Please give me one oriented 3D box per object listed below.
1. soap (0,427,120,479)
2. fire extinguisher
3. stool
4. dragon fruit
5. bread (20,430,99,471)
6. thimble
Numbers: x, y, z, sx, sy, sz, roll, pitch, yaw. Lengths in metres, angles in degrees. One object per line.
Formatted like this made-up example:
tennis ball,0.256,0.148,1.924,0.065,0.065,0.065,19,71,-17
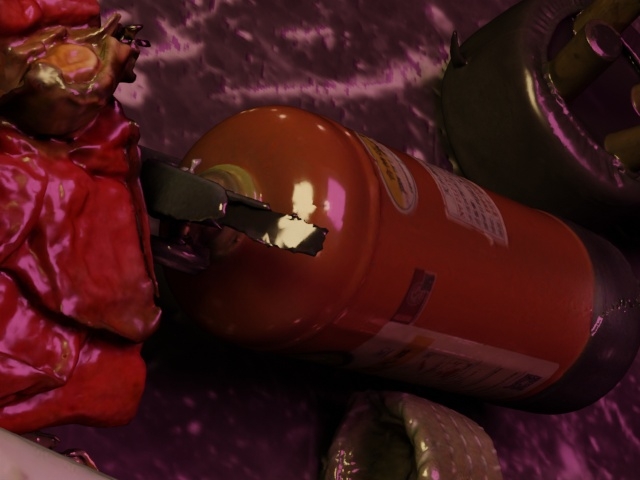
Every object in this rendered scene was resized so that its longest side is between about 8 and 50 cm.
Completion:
soap,-0.142,0.195,0.587,0.446,0.156,0.261,28,70,-31
fire extinguisher,0.000,0.011,0.909,0.376,0.200,0.113,19,73,-52
stool,0.189,-0.086,1.153,0.228,0.139,0.153,8,62,-39
dragon fruit,-0.109,-0.018,0.739,0.092,0.122,0.192,4,97,-11
bread,-0.154,0.129,0.735,0.156,0.064,0.117,23,47,-32
thimble,0.046,0.127,0.921,0.062,0.084,0.110,24,39,-36
